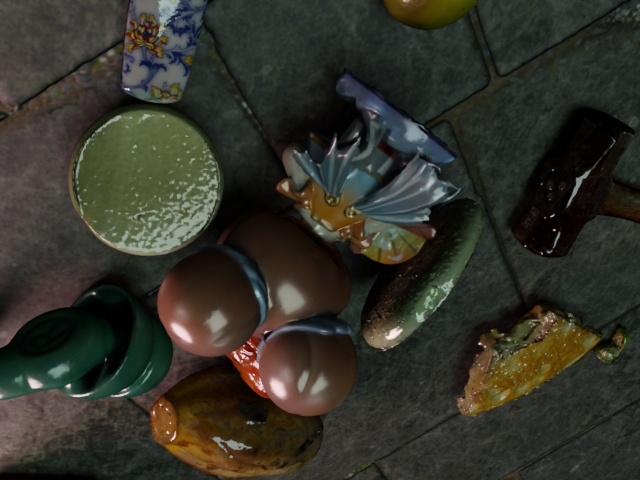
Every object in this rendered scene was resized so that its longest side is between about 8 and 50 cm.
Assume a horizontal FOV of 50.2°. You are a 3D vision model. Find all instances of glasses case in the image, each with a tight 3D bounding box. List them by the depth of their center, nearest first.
[{"bbox_3d":[-0.171,-0.276,0.771,0.087,0.065,0.248,7,121,-27],"label":"glasses case"}]

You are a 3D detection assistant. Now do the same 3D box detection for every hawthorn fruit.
[{"bbox_3d":[-0.073,0.153,1.045,0.173,0.179,0.173,-11,156,-5],"label":"hawthorn fruit"}]

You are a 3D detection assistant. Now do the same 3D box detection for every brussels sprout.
[{"bbox_3d":[0.619,0.221,1.436,0.083,0.046,0.051,-45,133,11],"label":"brussels sprout"}]

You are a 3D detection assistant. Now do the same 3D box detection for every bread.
[{"bbox_3d":[0.141,0.044,1.009,0.040,0.267,0.267,36,107,-9],"label":"bread"}]

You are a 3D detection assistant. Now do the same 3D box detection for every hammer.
[{"bbox_3d":[0.538,-0.064,1.180,0.408,0.095,0.242,10,119,-29],"label":"hammer"}]

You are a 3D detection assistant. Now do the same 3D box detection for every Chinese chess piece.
[{"bbox_3d":[-0.215,-0.075,0.852,0.188,0.083,0.188,-2,100,-12],"label":"Chinese chess piece"}]

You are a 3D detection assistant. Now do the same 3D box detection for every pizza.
[{"bbox_3d":[0.390,0.214,1.317,0.323,0.089,0.223,-31,135,-1],"label":"pizza"}]

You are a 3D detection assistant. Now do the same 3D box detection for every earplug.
[{"bbox_3d":[-0.346,0.166,0.957,0.257,0.164,0.280,-42,138,19],"label":"earplug"}]

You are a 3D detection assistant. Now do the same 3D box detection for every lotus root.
[{"bbox_3d":[-0.134,0.308,1.126,0.291,0.193,0.193,22,113,-32],"label":"lotus root"}]

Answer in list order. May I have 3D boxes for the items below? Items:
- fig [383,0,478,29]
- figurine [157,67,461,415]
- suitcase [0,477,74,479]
[{"bbox_3d":[0.138,-0.329,0.824,0.136,0.121,0.153,-29,152,-6],"label":"fig"},{"bbox_3d":[0.001,0.000,0.881,0.276,0.248,0.388,37,99,-17],"label":"figurine"},{"bbox_3d":[-0.505,0.553,1.163,0.236,0.161,0.297,13,119,-28],"label":"suitcase"}]
